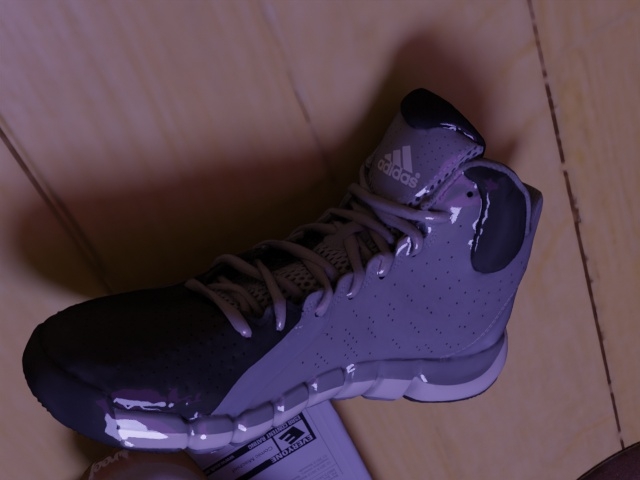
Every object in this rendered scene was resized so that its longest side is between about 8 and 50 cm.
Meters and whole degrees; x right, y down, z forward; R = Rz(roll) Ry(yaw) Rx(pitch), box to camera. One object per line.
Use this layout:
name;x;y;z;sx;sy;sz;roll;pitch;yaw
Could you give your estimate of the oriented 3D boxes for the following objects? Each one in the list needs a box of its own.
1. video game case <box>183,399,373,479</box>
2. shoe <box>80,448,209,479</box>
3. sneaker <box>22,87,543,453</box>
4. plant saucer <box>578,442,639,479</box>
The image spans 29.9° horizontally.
video game case;-0.067;0.171;0.604;0.212;0.023;0.193;-31;136;-5
shoe;-0.038;0.168;0.557;0.076;0.058;0.219;-37;136;1
sneaker;0.000;0.000;0.464;0.228;0.086;0.132;-4;124;-41
plant saucer;0.204;0.194;0.779;0.168;0.029;0.168;-16;134;-18
